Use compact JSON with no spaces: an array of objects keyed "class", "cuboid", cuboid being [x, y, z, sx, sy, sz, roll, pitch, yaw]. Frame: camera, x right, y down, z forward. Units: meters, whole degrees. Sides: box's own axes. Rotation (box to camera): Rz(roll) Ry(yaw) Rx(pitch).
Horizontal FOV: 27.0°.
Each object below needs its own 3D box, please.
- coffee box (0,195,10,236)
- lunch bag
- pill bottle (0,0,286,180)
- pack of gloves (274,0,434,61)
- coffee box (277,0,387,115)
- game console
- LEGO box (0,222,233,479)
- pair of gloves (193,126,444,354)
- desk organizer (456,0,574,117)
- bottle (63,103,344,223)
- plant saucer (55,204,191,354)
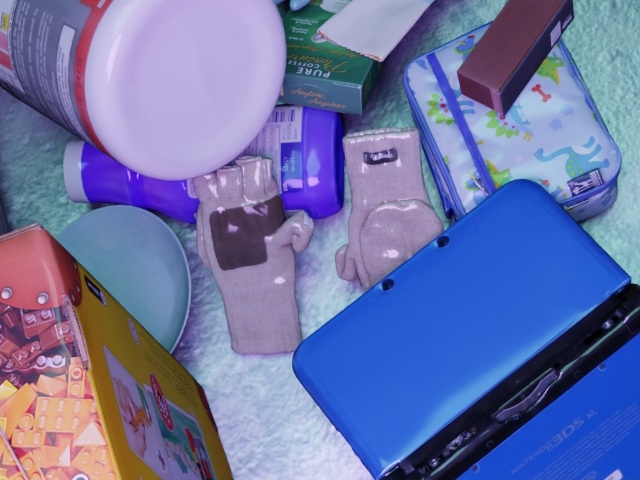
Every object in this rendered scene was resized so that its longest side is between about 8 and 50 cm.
[{"class":"coffee box","cuboid":[-0.405,-0.085,1.296,0.118,0.168,0.297,-9,105,5]},{"class":"lunch bag","cuboid":[0.187,-0.107,1.327,0.176,0.090,0.219,-21,69,4]},{"class":"pill bottle","cuboid":[-0.217,-0.210,1.300,0.363,0.210,0.210,30,77,44]},{"class":"pack of gloves","cuboid":[0.052,-0.303,1.381,0.195,0.046,0.232,28,60,29]},{"class":"coffee box","cuboid":[0.014,-0.204,1.368,0.113,0.040,0.184,10,45,12]},{"class":"game console","cuboid":[0.169,0.137,1.234,0.293,0.250,0.173,-37,31,-4]},{"class":"LEGO box","cuboid":[-0.178,0.258,1.043,0.193,0.500,0.373,-20,69,1]},{"class":"pair of gloves","cuboid":[0.000,0.000,1.294,0.240,0.042,0.204,-13,110,8]},{"class":"desk organizer","cuboid":[0.189,-0.189,1.284,0.050,0.047,0.130,30,76,24]},{"class":"bottle","cuboid":[-0.118,-0.076,1.359,0.282,0.092,0.118,-3,67,8]},{"class":"plant saucer","cuboid":[-0.205,0.062,1.339,0.195,0.037,0.195,-6,75,24]}]
